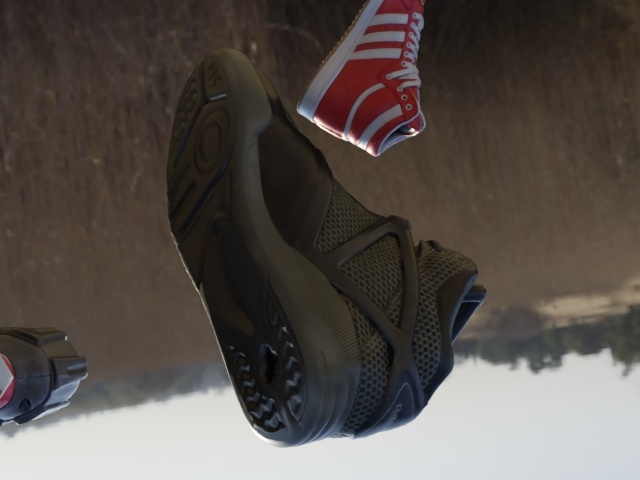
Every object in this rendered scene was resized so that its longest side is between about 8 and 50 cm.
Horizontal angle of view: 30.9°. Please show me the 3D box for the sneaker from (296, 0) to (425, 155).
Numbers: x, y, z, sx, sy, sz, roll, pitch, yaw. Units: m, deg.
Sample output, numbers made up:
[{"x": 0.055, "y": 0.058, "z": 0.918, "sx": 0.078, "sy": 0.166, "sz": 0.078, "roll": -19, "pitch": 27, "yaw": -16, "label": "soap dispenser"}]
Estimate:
[{"x": 0.046, "y": -0.103, "z": 0.651, "sx": 0.118, "sy": 0.067, "sz": 0.042, "roll": -55, "pitch": 167, "yaw": 3, "label": "sneaker"}]

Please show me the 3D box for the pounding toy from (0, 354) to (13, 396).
[{"x": -0.214, "y": 0.076, "z": 0.606, "sx": 0.181, "sy": 0.094, "sz": 0.206, "roll": 26, "pitch": 154, "yaw": 12, "label": "pounding toy"}]

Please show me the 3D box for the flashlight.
[{"x": -0.265, "y": 0.106, "z": 0.818, "sx": 0.103, "sy": 0.103, "sz": 0.304, "roll": -48, "pitch": 167, "yaw": 11, "label": "flashlight"}]

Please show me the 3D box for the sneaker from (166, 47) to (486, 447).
[{"x": 0.000, "y": 0.000, "z": 0.598, "sx": 0.130, "sy": 0.227, "sz": 0.087, "roll": 6, "pitch": 136, "yaw": -38, "label": "sneaker"}]
